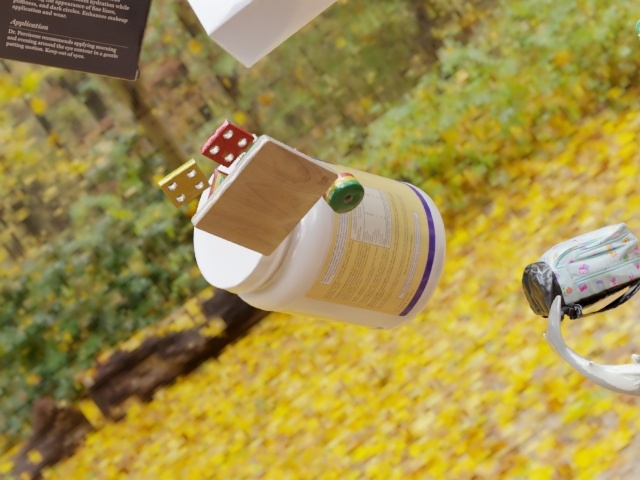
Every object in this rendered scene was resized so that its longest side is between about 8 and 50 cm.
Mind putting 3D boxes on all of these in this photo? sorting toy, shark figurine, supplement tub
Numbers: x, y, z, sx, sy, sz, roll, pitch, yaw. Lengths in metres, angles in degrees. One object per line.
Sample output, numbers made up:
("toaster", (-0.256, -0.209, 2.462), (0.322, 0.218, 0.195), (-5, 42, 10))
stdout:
("sorting toy", (-0.075, -0.061, 1.545), (0.132, 0.046, 0.274), (-49, -39, 15))
("shark figurine", (0.390, 0.150, 1.578), (0.278, 0.166, 0.116), (-8, -26, 23))
("supplement tub", (0.000, 0.000, 2.067), (0.331, 0.241, 0.241), (13, -30, -38))

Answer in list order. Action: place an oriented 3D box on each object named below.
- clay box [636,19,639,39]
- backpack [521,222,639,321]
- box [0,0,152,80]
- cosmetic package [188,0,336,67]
("clay box", (0.559, -0.252, 1.998), (0.127, 0.222, 0.053), (-24, -10, 16))
("backpack", (0.409, 0.048, 2.078), (0.182, 0.115, 0.152), (-21, 7, -5))
("box", (-0.359, -0.390, 1.615), (0.179, 0.343, 0.312), (-108, 31, -56))
("cosmetic package", (-0.097, -0.422, 2.013), (0.224, 0.224, 0.138), (-36, -25, 11))
